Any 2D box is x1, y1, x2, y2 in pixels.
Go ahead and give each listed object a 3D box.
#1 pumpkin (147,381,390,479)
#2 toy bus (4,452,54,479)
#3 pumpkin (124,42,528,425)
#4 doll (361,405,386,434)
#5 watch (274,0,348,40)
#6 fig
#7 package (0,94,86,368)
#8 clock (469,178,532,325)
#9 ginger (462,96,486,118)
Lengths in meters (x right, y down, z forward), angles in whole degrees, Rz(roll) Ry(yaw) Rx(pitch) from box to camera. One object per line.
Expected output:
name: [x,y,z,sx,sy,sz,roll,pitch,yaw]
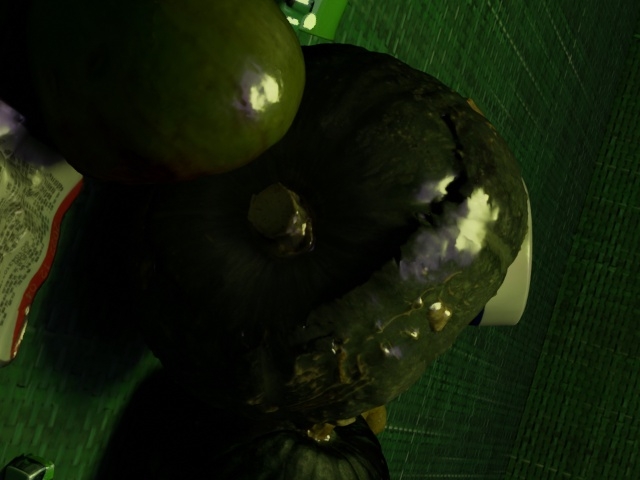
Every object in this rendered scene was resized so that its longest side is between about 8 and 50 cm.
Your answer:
pumpkin: [-0.041,0.213,1.280,0.216,0.250,0.250,-54,169,23]
toy bus: [-0.230,0.210,1.086,0.037,0.031,0.083,-12,116,-58]
pumpkin: [0.000,0.000,1.145,0.327,0.291,0.257,-57,161,-5]
doll: [0.027,0.197,1.731,0.137,0.097,0.209,18,106,-40]
watch: [-0.035,-0.202,1.106,0.152,0.165,0.131,11,101,-54]
fig: [-0.111,-0.121,0.950,0.191,0.181,0.181,49,51,-26]
package: [-0.225,-0.011,0.928,0.232,0.040,0.166,63,48,-73]
clock: [0.254,0.012,2.055,0.230,0.083,0.230,-178,-90,-85]
ginger: [0.148,0.025,1.849,0.348,0.122,0.363,-64,170,-51]
